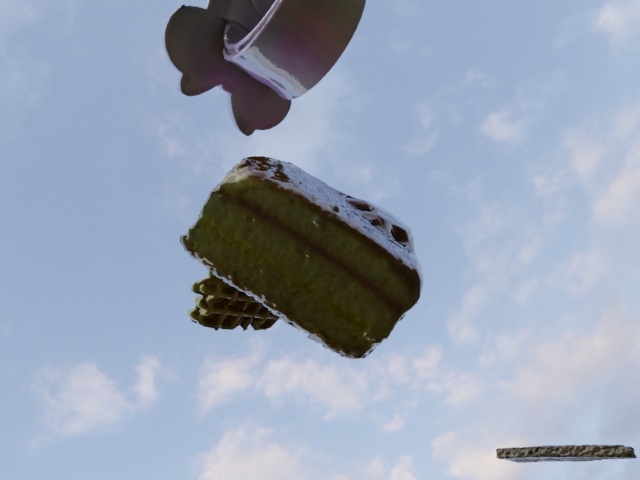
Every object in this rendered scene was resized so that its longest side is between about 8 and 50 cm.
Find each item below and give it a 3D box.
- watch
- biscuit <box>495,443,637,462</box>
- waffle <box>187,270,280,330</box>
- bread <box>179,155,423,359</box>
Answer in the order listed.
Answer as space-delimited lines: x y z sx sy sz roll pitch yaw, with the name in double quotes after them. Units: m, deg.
-0.067 -0.282 0.701 0.211 0.217 0.248 29 -96 -32 "watch"
0.462 0.399 0.988 0.237 0.026 0.131 -18 -30 33 "biscuit"
-0.153 0.123 1.223 0.309 0.065 0.283 -28 -43 -21 "waffle"
0.000 0.000 0.501 0.184 0.234 0.110 34 -80 -1 "bread"
